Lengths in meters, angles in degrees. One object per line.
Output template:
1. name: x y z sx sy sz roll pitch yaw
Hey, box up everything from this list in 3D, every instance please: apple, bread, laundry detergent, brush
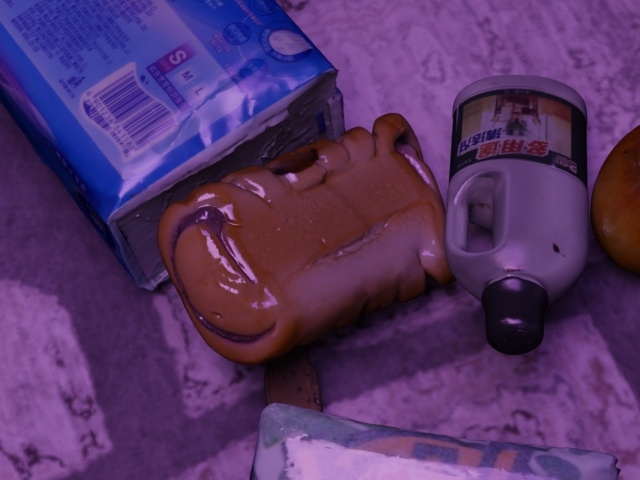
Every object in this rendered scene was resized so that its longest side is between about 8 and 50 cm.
1. apple: 0.240 -0.030 1.272 0.099 0.102 0.114 12 58 -3
2. bread: 0.000 0.000 1.265 0.225 0.081 0.134 -20 75 -32
3. laundry detergent: 0.136 -0.016 1.259 0.099 0.070 0.225 9 50 -1
4. brush: -0.021 0.097 1.274 0.043 0.036 0.248 -8 59 -3

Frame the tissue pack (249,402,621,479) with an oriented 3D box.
1. tissue pack: 0.052 0.271 1.108 0.228 0.128 0.310 9 74 7

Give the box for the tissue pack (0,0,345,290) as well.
1. tissue pack: -0.134 -0.129 1.329 0.198 0.146 0.263 -34 65 -12
